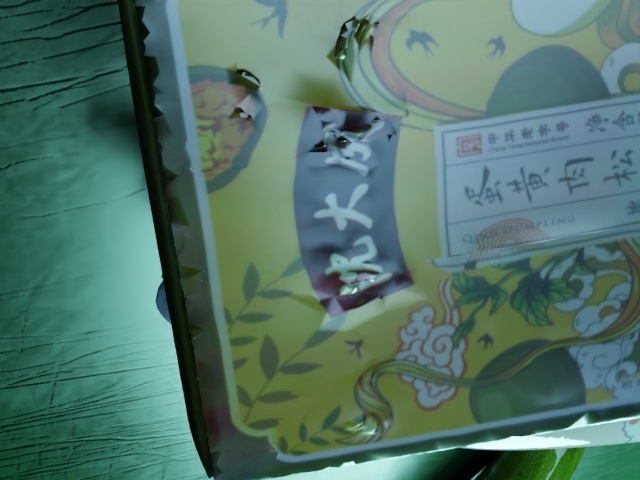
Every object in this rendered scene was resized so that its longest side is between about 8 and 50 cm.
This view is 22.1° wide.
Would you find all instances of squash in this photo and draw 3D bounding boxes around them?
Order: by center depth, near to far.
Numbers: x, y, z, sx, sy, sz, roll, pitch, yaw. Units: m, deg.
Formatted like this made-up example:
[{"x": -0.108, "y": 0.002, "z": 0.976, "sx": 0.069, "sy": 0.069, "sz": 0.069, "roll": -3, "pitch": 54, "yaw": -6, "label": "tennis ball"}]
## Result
[{"x": 0.163, "y": 0.238, "z": 1.501, "sx": 0.080, "sy": 0.071, "sz": 0.318, "roll": 20, "pitch": 130, "yaw": -21, "label": "squash"}]

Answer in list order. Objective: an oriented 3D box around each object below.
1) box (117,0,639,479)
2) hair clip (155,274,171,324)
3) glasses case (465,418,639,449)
[{"x": 0.113, "y": -0.068, "z": 0.874, "sx": 0.420, "sy": 0.138, "sz": 0.373, "roll": -8, "pitch": 129, "yaw": -4, "label": "box"}, {"x": 0.004, "y": 0.005, "z": 1.100, "sx": 0.257, "sy": 0.075, "sz": 0.146, "roll": -8, "pitch": 130, "yaw": -24, "label": "hair clip"}, {"x": 0.214, "y": 0.110, "z": 1.339, "sx": 0.296, "sy": 0.075, "sz": 0.113, "roll": 0, "pitch": 119, "yaw": -28, "label": "glasses case"}]
